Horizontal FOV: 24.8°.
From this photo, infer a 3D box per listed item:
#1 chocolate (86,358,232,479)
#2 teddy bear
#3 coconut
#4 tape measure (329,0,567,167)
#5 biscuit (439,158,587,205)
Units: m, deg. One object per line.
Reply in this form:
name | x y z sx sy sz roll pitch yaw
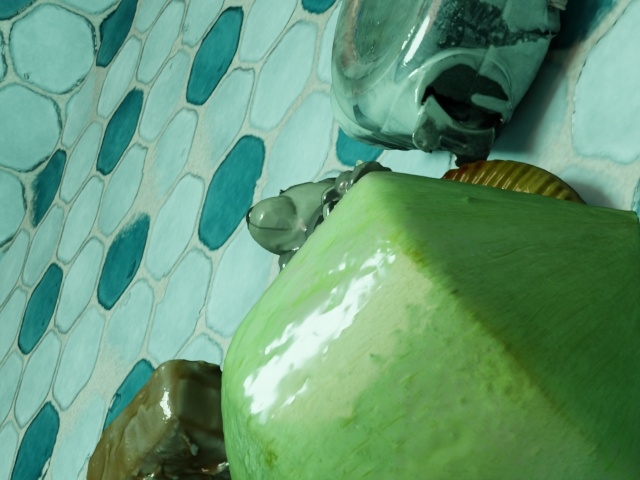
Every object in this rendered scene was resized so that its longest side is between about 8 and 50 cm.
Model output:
chocolate | -0.143 0.225 1.542 0.214 0.148 0.093 -49 35 38
teddy bear | 0.004 0.013 1.440 0.251 0.144 0.171 179 98 -67
coconut | 0.096 0.099 0.971 0.328 0.281 0.328 -28 45 33
tape measure | 0.118 -0.203 1.393 0.256 0.147 0.275 11 82 67
biscuit | 0.113 0.081 1.213 0.318 0.040 0.317 -28 53 44
